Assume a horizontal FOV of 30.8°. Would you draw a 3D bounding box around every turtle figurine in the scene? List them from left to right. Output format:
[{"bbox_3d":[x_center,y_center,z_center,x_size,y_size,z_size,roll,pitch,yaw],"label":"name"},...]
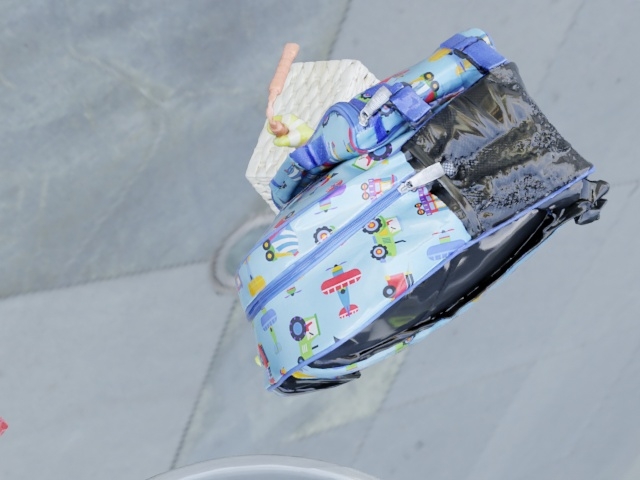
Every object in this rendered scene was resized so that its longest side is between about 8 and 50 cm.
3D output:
[{"bbox_3d":[0.000,0.000,0.891,0.087,0.269,0.217,-4,147,-16],"label":"turtle figurine"}]

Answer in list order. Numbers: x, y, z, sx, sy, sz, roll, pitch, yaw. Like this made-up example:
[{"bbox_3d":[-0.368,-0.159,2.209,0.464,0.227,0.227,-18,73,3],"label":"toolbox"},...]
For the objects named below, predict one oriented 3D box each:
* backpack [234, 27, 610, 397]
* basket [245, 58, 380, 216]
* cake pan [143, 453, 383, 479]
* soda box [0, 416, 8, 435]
[{"bbox_3d":[0.027,-0.004,0.576,0.173,0.117,0.158,-34,176,-19],"label":"backpack"},{"bbox_3d":[0.003,-0.109,1.279,0.103,0.113,0.167,44,58,-45],"label":"basket"},{"bbox_3d":[-0.017,0.245,0.554,0.293,0.293,0.054,-22,153,-31],"label":"cake pan"},{"bbox_3d":[-0.399,0.224,0.999,0.263,0.083,0.092,-50,159,-17],"label":"soda box"}]
